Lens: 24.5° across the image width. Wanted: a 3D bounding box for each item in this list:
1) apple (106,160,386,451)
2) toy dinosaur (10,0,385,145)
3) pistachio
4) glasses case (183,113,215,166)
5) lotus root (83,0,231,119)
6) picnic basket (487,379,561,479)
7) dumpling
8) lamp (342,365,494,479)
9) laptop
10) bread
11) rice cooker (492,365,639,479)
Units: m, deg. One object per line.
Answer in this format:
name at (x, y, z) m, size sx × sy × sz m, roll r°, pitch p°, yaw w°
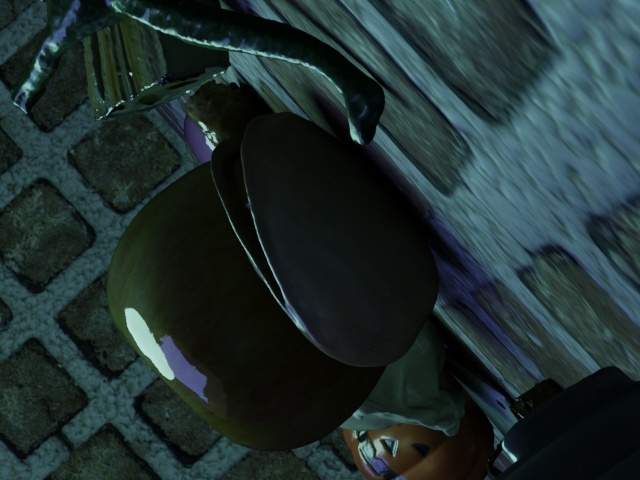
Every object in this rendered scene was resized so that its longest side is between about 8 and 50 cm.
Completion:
apple at (-0.046, 0.046, 1.269) m, size 0.257 × 0.234 × 0.257 m, roll 49°, pitch 174°, yaw 7°
toy dinosaur at (-0.133, -0.213, 0.933) m, size 0.301 × 0.087 × 0.447 m, roll -33°, pitch 79°, yaw 53°
pistachio at (0.000, 0.000, 1.088) m, size 0.206 × 0.131 × 0.129 m, roll 49°, pitch 134°, yaw -6°
glasses case at (-0.089, -0.084, 1.605) m, size 0.123 × 0.076 × 0.316 m, roll 47°, pitch 176°, yaw 3°
lotus root at (-0.122, -0.167, 1.071) m, size 0.143 × 0.070 × 0.144 m, roll -1°, pitch 100°, yaw 58°
picnic basket at (0.163, 0.154, 1.131) m, size 0.072 × 0.083 × 0.072 m, roll 47°, pitch 177°, yaw 3°
dumpling at (0.073, 0.136, 1.560) m, size 0.193 × 0.147 × 0.258 m, roll 24°, pitch -163°, yaw -12°
lamp at (0.125, 0.225, 1.757) m, size 0.187 × 0.164 × 0.187 m, roll 43°, pitch -157°, yaw -24°
laptop at (0.229, 0.224, 1.614) m, size 0.269 × 0.015 × 0.188 m, roll 50°, pitch 174°, yaw -25°
bread at (-0.079, -0.108, 1.380) m, size 0.082 × 0.060 × 0.113 m, roll 48°, pitch 178°, yaw 4°
rice cooker at (0.141, 0.170, 0.413) m, size 0.281 × 0.241 × 0.227 m, roll 4°, pitch -146°, yaw -39°
